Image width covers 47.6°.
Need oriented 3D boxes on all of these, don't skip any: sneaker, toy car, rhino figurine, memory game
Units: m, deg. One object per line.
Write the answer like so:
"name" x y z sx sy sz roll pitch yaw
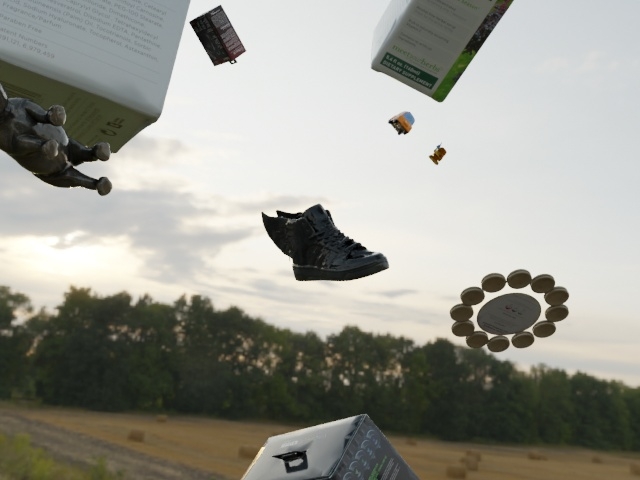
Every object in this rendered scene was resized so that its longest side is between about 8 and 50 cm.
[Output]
"sneaker" 0.002 -0.001 0.827 0.051 0.089 0.170 -17 7 -41
"toy car" 0.175 -0.185 1.289 0.122 0.040 0.060 45 -4 4
"rhino figurine" -0.352 -0.132 0.863 0.106 0.073 0.243 10 -19 25
"memory game" 0.289 0.110 1.112 0.186 0.012 0.186 -2 -47 -2

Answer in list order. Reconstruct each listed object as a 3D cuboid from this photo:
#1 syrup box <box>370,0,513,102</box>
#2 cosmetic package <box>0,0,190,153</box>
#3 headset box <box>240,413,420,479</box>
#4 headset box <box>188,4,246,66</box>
"syrup box" 0.149 -0.275 0.759 0.093 0.096 0.237 23 -51 -13
"cosmetic package" -0.450 -0.422 1.356 0.327 0.393 0.329 18 -14 -27
"headset box" 0.034 0.423 1.151 0.246 0.131 0.283 -26 -73 42
"headset box" -0.149 -0.296 1.066 0.062 0.032 0.083 5 -49 57
